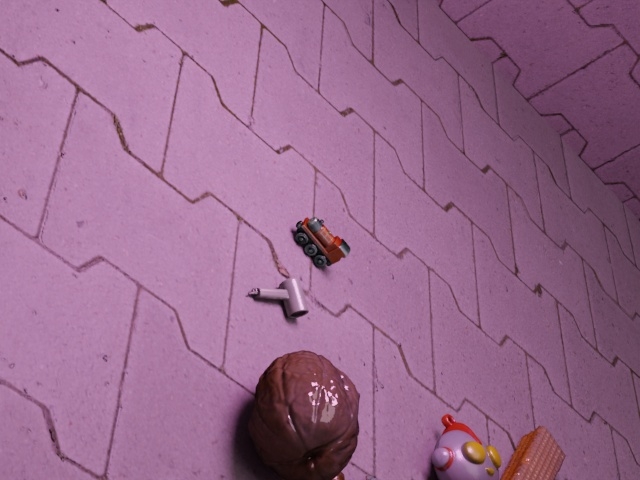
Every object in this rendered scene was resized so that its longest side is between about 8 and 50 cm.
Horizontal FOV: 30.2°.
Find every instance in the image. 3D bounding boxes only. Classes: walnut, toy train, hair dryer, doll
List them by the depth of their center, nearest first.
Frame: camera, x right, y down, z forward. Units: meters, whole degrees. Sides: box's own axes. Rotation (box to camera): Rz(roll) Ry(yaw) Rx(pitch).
[{"bbox_3d":[-0.023,0.256,1.784,0.178,0.178,0.230,48,19,-19],"label":"walnut"},{"bbox_3d":[-0.074,0.094,1.982,0.124,0.038,0.063,7,57,-48],"label":"hair dryer"},{"bbox_3d":[0.285,0.452,2.108,0.200,0.105,0.336,21,36,-41],"label":"doll"},{"bbox_3d":[0.000,0.000,2.148,0.103,0.064,0.044,50,32,-17],"label":"toy train"}]

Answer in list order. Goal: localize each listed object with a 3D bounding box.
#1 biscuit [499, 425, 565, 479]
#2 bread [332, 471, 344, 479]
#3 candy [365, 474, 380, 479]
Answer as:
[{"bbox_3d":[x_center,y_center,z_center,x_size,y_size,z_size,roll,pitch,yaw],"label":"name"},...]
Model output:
[{"bbox_3d":[0.398,0.482,2.332,0.094,0.054,0.379,57,29,-3],"label":"biscuit"},{"bbox_3d":[0.023,0.398,1.850,0.049,0.034,0.088,22,46,-39],"label":"bread"},{"bbox_3d":[0.114,0.476,1.859,0.086,0.059,0.292,34,22,-33],"label":"candy"}]
